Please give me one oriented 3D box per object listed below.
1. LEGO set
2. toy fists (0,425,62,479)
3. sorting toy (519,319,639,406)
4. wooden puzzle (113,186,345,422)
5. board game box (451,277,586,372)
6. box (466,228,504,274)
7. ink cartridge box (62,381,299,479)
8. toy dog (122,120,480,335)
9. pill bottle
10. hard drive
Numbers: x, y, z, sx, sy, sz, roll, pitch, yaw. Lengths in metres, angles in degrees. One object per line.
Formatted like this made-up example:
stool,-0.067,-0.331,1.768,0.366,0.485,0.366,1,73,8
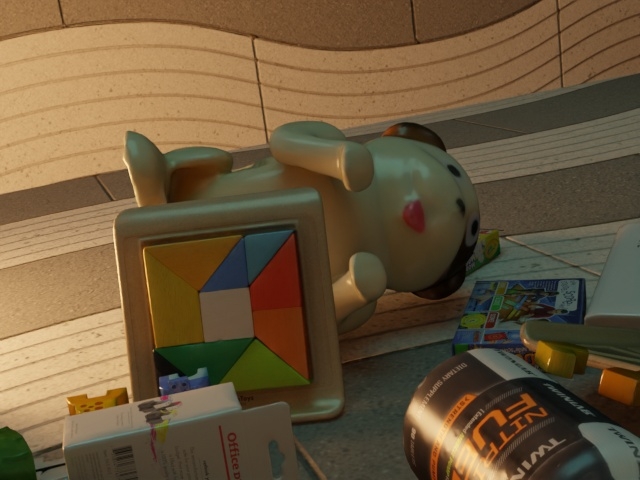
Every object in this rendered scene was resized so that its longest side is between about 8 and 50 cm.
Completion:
LEGO set,-0.169,0.181,0.837,0.227,0.087,0.093,-11,16,-8
toy fists,-0.286,0.230,0.714,0.142,0.096,0.279,-6,11,-32
sorting toy,0.286,0.118,0.773,0.307,0.041,0.229,8,6,-38
wooden puzzle,-0.096,0.072,0.926,0.220,0.239,0.044,-7,-5,4
board game box,0.234,0.094,1.044,0.136,0.035,0.201,-2,17,19
box,0.185,0.018,1.325,0.105,0.043,0.179,6,23,41
ink cartridge box,-0.113,0.186,0.757,0.181,0.104,0.061,-10,16,-11
toy dog,0.000,0.000,1.134,0.407,0.285,0.395,-11,-10,-4
pill bottle,0.160,0.173,0.625,0.130,0.131,0.245,-12,16,-15
hard drive,0.458,0.047,1.080,0.232,0.047,0.353,0,17,24
